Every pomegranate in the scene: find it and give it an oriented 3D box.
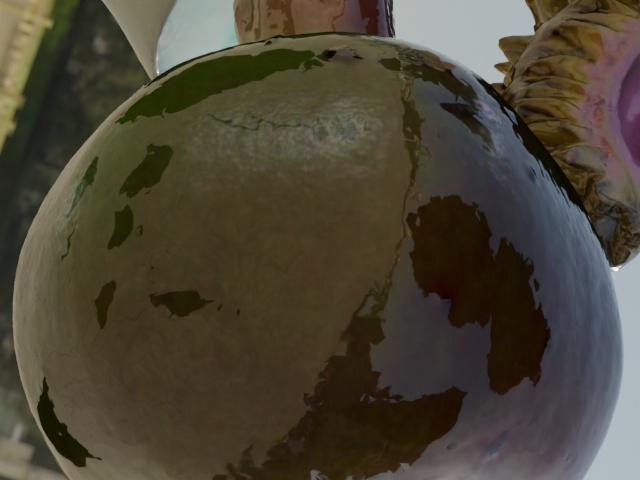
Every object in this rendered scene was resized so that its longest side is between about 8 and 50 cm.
[{"bbox_3d":[0.000,0.000,0.553,0.180,0.180,0.209,125,-29,-57],"label":"pomegranate"}]

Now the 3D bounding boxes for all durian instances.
[{"bbox_3d":[0.132,-0.079,0.861,0.191,0.112,0.341,-16,-157,49],"label":"durian"}]

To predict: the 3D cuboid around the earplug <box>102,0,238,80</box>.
[{"bbox_3d":[-0.131,-0.255,1.222,0.185,0.324,0.185,-35,155,-20],"label":"earplug"}]
